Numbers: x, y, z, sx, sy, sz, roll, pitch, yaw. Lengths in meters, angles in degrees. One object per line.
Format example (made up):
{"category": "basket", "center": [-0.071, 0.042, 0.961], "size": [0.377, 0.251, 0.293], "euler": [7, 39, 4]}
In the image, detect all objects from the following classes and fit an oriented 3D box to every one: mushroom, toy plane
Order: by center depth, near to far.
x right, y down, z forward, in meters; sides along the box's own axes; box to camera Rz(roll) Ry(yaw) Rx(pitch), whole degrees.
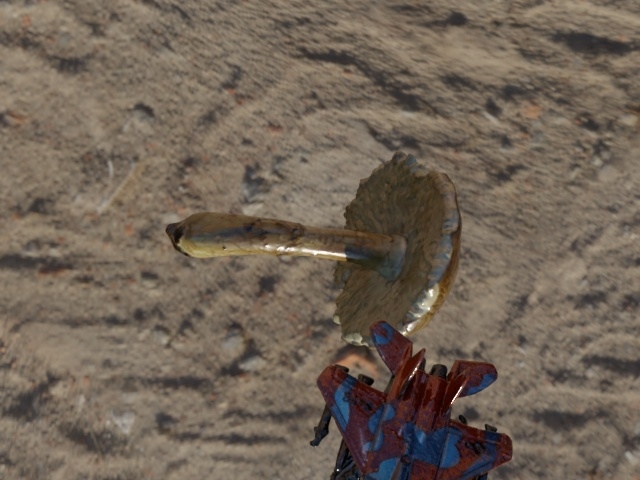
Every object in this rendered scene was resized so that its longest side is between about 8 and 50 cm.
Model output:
{"category": "toy plane", "center": [0.043, 0.147, 0.617], "size": [0.130, 0.061, 0.189], "euler": [23, 74, -6]}
{"category": "mushroom", "center": [0.016, 0.030, 1.160], "size": [0.302, 0.233, 0.207], "euler": [-20, 96, -23]}

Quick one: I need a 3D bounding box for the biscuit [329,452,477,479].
{"category": "biscuit", "center": [0.104, 0.318, 1.307], "size": [0.195, 0.053, 0.194], "euler": [-2, 130, -3]}
